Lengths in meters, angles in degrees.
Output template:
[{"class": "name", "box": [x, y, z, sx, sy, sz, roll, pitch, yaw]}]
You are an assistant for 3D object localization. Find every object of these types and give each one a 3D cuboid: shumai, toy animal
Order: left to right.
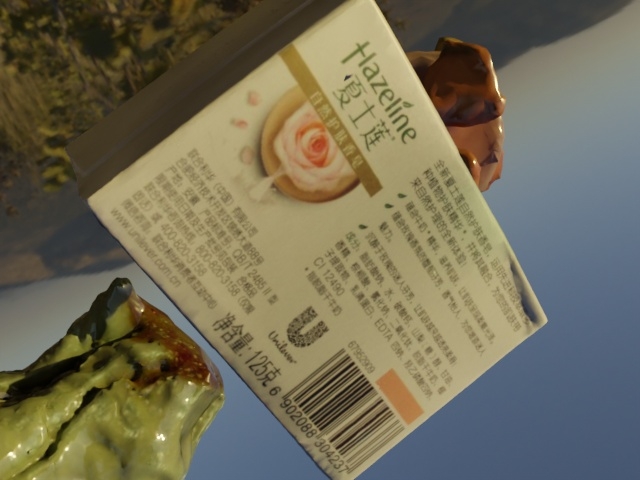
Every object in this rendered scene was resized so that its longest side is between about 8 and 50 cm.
[{"class": "shumai", "box": [-0.280, 0.214, 0.961, 0.323, 0.324, 0.397, -44, -173, -12]}, {"class": "toy animal", "box": [0.091, -0.091, 0.790, 0.169, 0.195, 0.281, 16, -176, 12]}]

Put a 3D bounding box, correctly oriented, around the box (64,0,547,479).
[{"class": "box", "box": [0.000, 0.000, 0.379, 0.135, 0.199, 0.081, -38, -147, -5]}]
